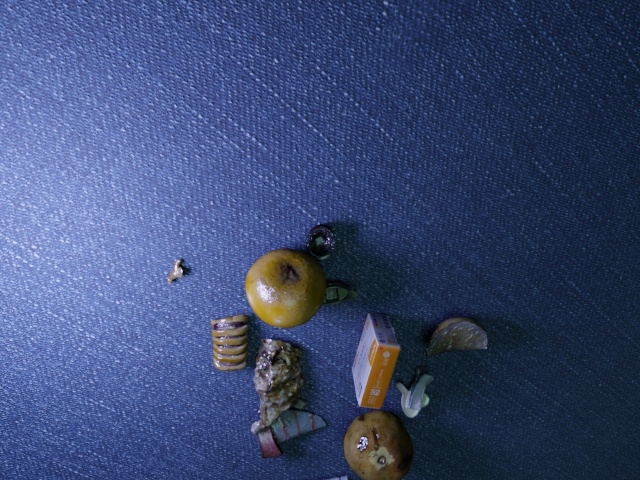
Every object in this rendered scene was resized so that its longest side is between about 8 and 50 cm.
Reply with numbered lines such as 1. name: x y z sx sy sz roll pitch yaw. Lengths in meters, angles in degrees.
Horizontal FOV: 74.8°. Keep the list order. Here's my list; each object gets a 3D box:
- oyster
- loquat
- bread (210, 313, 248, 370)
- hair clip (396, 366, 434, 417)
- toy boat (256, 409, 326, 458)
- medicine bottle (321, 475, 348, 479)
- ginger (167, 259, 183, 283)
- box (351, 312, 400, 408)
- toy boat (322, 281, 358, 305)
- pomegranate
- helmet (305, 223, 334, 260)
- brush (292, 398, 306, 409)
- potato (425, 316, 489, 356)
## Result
1. oyster: -0.150 0.555 1.592 0.204 0.111 0.396 4 104 -14
2. loquat: -0.113 0.153 1.361 0.262 0.263 0.263 -3 111 -6
3. bread: -0.326 0.368 1.511 0.134 0.081 0.225 -1 112 -6
4. hair clip: 0.382 0.621 1.708 0.158 0.071 0.219 13 103 -9
5. toy boat: -0.116 0.759 1.698 0.282 0.096 0.206 -13 101 -12
6. medicine bottle: 0.034 1.098 1.838 0.183 0.086 0.086 -7 112 -5
7. ginger: -0.484 0.110 1.418 0.048 0.030 0.097 31 103 11
8. box: 0.198 0.434 1.532 0.091 0.221 0.274 11 107 -8
9. toy boat: 0.041 0.192 1.495 0.184 0.071 0.089 -11 113 -4
10. pomegranate: 0.226 0.824 1.668 0.281 0.281 0.281 -3 111 -6
11. helmet: 0.000 0.000 1.416 0.098 0.070 0.123 8 117 -4
12. brush: -0.133 0.629 1.674 0.169 0.014 0.043 34 102 -16
13. potato: 0.509 0.353 1.606 0.243 0.098 0.138 -8 108 2
